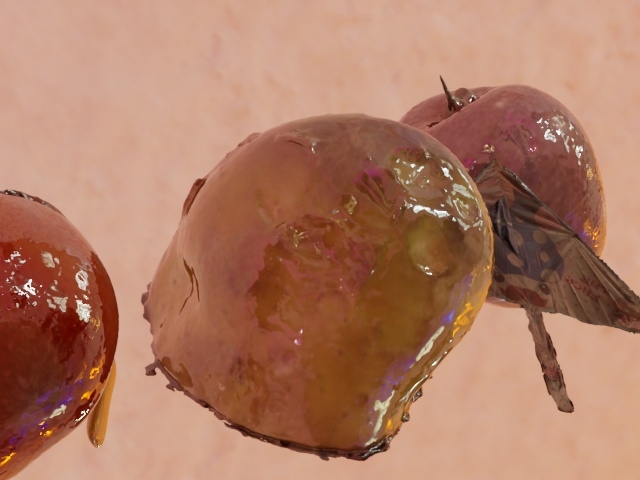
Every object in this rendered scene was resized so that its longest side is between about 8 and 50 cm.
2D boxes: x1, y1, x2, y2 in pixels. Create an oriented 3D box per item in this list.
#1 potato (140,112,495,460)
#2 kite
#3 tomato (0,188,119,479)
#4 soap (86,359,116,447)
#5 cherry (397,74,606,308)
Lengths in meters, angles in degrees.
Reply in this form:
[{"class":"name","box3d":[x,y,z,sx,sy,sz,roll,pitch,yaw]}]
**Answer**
[{"class":"potato","box3d":[0.000,0.000,1.545,0.289,0.301,0.237,6,125,-6]},{"class":"kite","box3d":[0.204,0.047,1.813,0.011,0.335,0.314,-43,130,-34]},{"class":"tomato","box3d":[-0.229,0.079,1.253,0.199,0.112,0.228,35,83,-44]},{"class":"soap","box3d":[-0.187,0.136,1.557,0.034,0.012,0.089,70,22,-52]},{"class":"cherry","box3d":[0.193,-0.049,2.013,0.221,0.261,0.307,-46,113,-25]}]
